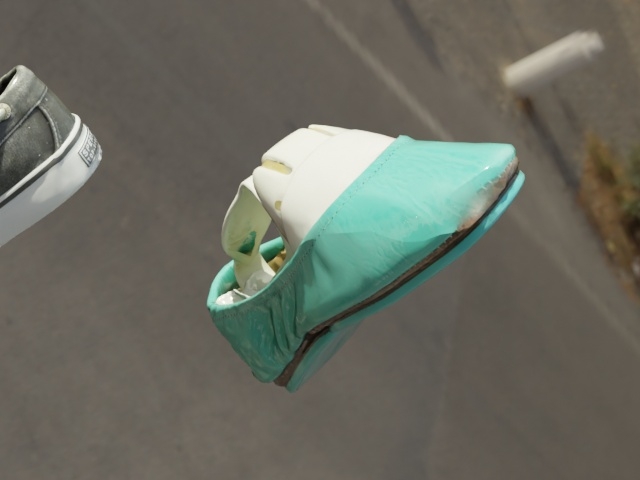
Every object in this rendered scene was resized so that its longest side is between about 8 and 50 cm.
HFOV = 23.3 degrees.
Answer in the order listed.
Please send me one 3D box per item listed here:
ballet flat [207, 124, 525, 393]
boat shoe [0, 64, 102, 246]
[{"bbox_3d":[0.000,0.000,0.669,0.087,0.247,0.083,45,63,1],"label":"ballet flat"},{"bbox_3d":[-0.217,-0.007,0.791,0.070,0.219,0.078,50,5,-28],"label":"boat shoe"}]
